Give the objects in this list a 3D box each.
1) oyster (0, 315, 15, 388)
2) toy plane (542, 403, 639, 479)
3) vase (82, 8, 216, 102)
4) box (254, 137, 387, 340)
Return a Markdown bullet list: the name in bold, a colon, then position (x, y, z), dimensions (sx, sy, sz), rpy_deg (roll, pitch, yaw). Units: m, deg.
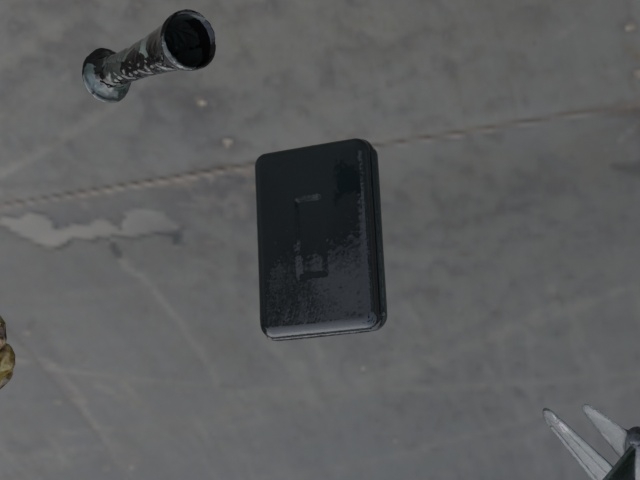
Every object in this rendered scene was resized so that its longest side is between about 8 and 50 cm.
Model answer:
- **oyster**: position (-0.206, 0.045, 0.605), dimensions (0.083, 0.214, 0.223), rpy_deg (-10, 124, -29)
- **toy plane**: position (0.286, 0.233, 1.003), dimensions (0.212, 0.088, 0.267), rpy_deg (30, 161, 41)
- **vase**: position (-0.170, -0.176, 1.237), dimensions (0.059, 0.059, 0.167), rpy_deg (24, 160, -33)
- **box**: position (0.000, 0.000, 1.518), dimensions (0.160, 0.230, 0.050), rpy_deg (-8, 168, 25)
